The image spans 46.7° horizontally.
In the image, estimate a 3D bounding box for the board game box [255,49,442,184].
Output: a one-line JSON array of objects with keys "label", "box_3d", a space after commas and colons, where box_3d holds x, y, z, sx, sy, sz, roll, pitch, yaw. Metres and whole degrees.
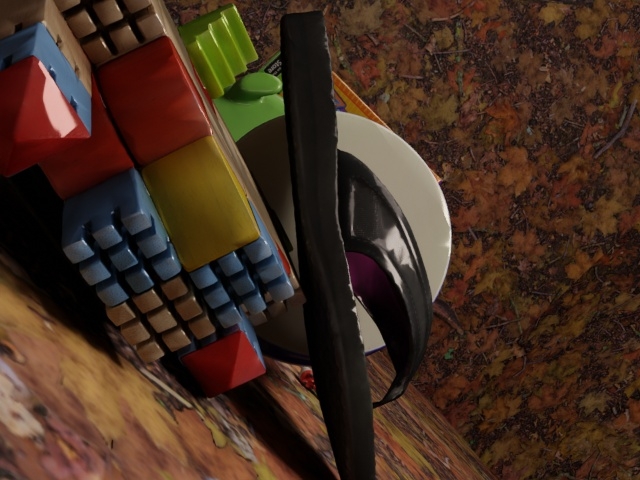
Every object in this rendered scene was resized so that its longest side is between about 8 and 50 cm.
[{"label": "board game box", "box_3d": [-0.035, -0.090, 1.406, 0.356, 0.356, 0.356, 46, 0, 6]}]

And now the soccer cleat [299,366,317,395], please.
[{"label": "soccer cleat", "box_3d": [0.006, 0.187, 0.931, 0.083, 0.029, 0.035, 41, 5, -15]}]

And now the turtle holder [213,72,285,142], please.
[{"label": "turtle holder", "box_3d": [-0.137, -0.085, 0.998, 0.320, 0.243, 0.227, 23, -12, -3]}]

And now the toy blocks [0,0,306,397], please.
[{"label": "toy blocks", "box_3d": [-0.105, -0.040, 0.502, 0.261, 0.191, 0.381, -115, 179, -52]}]

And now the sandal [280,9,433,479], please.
[{"label": "sandal", "box_3d": [0.034, 0.001, 0.653, 0.167, 0.107, 0.445, 105, -21, -77]}]

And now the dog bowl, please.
[{"label": "dog bowl", "box_3d": [0.000, 0.000, 0.791, 0.265, 0.265, 0.104, 46, -15, 3]}]

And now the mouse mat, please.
[{"label": "mouse mat", "box_3d": [-0.193, -0.041, 0.499, 0.189, 0.007, 0.152, 62, -9, -21]}]
